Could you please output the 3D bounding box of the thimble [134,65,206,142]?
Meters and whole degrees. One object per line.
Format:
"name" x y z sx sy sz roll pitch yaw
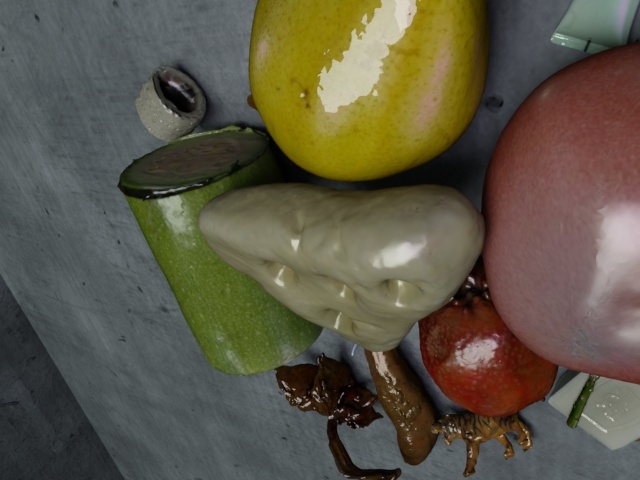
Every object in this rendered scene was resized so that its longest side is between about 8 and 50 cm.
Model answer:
"thimble" -0.267 -0.243 0.985 0.115 0.102 0.090 39 141 -16

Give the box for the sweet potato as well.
"sweet potato" 0.171 0.321 1.070 0.106 0.095 0.355 4 123 41

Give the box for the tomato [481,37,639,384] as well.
"tomato" 0.319 -0.019 0.543 0.341 0.273 0.342 22 134 25

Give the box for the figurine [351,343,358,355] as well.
"figurine" 0.087 0.086 0.914 0.183 0.128 0.209 14 90 32

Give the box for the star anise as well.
"star anise" 0.044 0.359 1.148 0.346 0.148 0.238 46 158 32

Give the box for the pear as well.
"pear" 0.045 -0.219 0.598 0.284 0.285 0.336 20 151 27

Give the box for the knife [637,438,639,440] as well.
"knife" 0.525 0.256 0.778 0.046 0.022 0.256 51 139 1

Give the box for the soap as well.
"soap" 0.433 0.213 0.789 0.121 0.063 0.183 36 137 15

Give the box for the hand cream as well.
"hand cream" 0.297 -0.278 0.531 0.078 0.050 0.205 24 139 17

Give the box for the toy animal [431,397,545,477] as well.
"toy animal" 0.315 0.313 0.958 0.255 0.114 0.116 -58 46 44

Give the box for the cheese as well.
"cheese" 0.000 0.000 0.676 0.328 0.130 0.351 26 156 4

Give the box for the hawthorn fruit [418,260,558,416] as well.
"hawthorn fruit" 0.251 0.159 0.802 0.205 0.205 0.253 2 132 39

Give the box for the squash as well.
"squash" -0.153 0.015 0.965 0.262 0.263 0.385 7 129 36

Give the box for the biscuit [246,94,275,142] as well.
"biscuit" -0.028 -0.207 0.867 0.215 0.034 0.182 22 132 29

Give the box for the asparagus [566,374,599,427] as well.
"asparagus" 0.378 0.227 0.788 0.015 0.018 0.127 3 127 5
